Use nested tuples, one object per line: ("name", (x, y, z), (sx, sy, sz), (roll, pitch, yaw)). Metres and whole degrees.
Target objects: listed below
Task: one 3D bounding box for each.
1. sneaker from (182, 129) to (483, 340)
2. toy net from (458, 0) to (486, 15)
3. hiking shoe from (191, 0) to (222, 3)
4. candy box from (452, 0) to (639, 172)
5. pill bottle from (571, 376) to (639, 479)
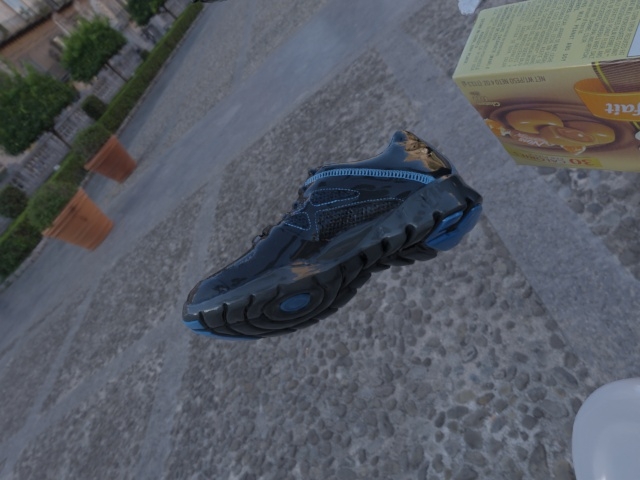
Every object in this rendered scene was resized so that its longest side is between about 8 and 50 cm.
("sneaker", (0.000, 0.000, 0.505), (0.341, 0.125, 0.139), (-26, 61, -2))
("toy net", (0.292, -0.475, 0.719), (0.122, 0.045, 0.232), (19, 96, 57))
("hiking shoe", (-0.210, -0.522, 0.884), (0.114, 0.086, 0.227), (-32, 13, -9))
("candy box", (0.302, -0.132, 0.384), (0.316, 0.183, 0.087), (15, 80, 48))
("pill bottle", (0.536, 0.262, 0.507), (0.229, 0.407, 0.229), (180, 90, -77))
